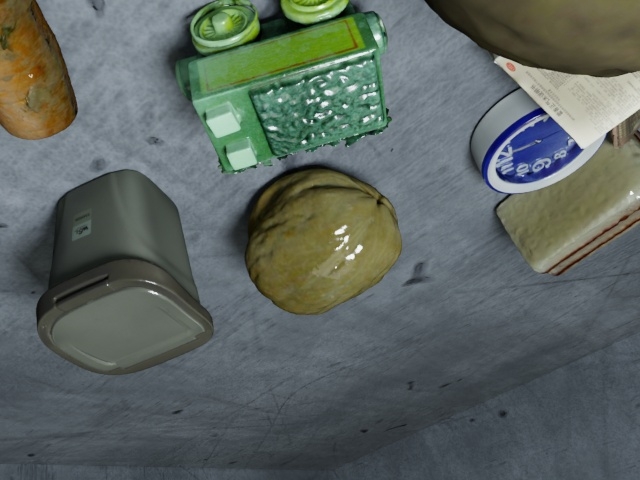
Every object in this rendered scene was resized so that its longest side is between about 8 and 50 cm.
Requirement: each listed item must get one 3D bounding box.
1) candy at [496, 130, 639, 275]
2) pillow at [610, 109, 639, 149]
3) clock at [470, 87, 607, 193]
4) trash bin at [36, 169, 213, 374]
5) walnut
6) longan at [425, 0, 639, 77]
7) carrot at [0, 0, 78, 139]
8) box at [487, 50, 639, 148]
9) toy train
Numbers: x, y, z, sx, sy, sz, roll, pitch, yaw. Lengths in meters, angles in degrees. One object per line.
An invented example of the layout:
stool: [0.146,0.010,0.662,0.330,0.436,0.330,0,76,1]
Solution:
candy: [0.531,-0.080,1.177,0.135,0.180,0.320,11,139,-38]
pillow: [0.578,-0.257,1.009,0.211,0.034,0.135,-47,147,2]
clock: [0.392,-0.185,1.053,0.230,0.083,0.230,-11,149,-7]
trash bin: [-0.310,0.045,0.927,0.219,0.250,0.219,-22,146,8]
walnut: [0.000,0.000,1.026,0.282,0.227,0.283,6,119,10]
longan: [0.248,-0.333,0.487,0.390,0.391,0.391,-11,147,-8]
carrot: [-0.357,-0.235,0.603,0.138,0.139,0.302,-10,154,-9]
box: [0.375,-0.264,0.839,0.212,0.095,0.168,36,123,-20]
toy train: [-0.043,-0.208,0.724,0.271,0.188,0.159,-15,146,2]
